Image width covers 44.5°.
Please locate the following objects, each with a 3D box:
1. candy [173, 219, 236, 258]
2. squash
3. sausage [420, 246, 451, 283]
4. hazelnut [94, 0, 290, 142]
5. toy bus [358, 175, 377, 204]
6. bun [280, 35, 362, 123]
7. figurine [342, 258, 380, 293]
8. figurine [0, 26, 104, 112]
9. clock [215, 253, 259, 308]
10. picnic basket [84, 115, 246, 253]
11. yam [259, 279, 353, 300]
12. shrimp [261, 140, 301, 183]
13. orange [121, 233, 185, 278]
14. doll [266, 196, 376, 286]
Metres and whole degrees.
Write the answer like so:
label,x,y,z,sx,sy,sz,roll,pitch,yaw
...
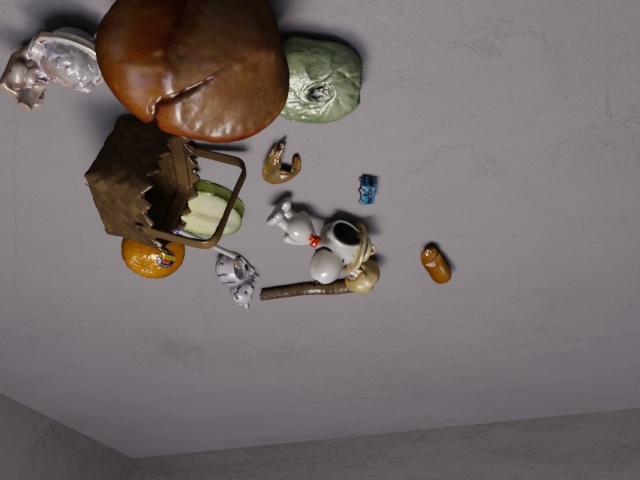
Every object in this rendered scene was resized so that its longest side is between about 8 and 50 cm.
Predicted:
label,x,y,z,sx,sy,sz,roll,pitch,yaw
candy,-0.387,-0.037,2.046,0.365,0.124,0.124,24,145,-3
squash,-0.316,-0.085,2.101,0.219,0.041,0.219,8,147,5
sausage,0.326,0.070,2.228,0.062,0.054,0.183,-37,134,4
hazelnut,-0.232,-0.340,1.461,0.372,0.315,0.372,23,171,4
toy bus,0.118,-0.126,1.969,0.046,0.038,0.083,0,148,0
bun,-0.020,-0.320,1.624,0.221,0.108,0.221,4,148,2
figurine,0.086,0.072,2.221,0.196,0.108,0.114,39,151,-31
figurine,-0.538,-0.359,1.610,0.236,0.141,0.162,-12,148,24
clock,-0.251,0.120,2.328,0.080,0.117,0.176,-12,143,24
picnic basket,-0.356,-0.118,1.847,0.321,0.254,0.291,13,148,9
yam,-0.035,0.153,2.417,0.326,0.045,0.045,-7,176,20
shrimp,-0.088,-0.184,1.903,0.095,0.045,0.162,13,144,-12
orange,-0.463,0.022,2.174,0.177,0.155,0.178,1,139,1
doll,0.006,-0.020,2.069,0.271,0.208,0.144,54,159,-8
